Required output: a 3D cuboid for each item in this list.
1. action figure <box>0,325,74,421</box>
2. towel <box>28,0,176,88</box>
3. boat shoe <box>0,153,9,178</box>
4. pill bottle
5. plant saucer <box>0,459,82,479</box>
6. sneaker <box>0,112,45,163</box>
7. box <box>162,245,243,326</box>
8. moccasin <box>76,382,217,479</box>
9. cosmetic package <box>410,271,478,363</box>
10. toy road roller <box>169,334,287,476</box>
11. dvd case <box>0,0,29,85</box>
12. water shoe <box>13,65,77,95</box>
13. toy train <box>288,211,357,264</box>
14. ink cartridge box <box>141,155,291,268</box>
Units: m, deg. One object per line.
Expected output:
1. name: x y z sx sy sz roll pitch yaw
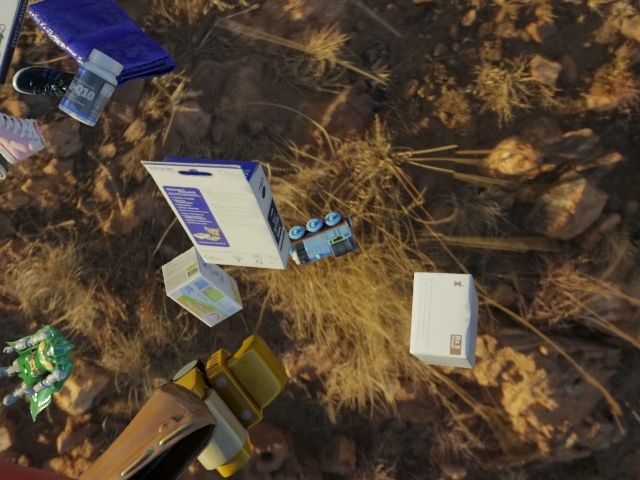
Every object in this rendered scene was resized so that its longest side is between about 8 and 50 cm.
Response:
1. action figure: -0.421 0.185 1.006 0.063 0.232 0.137 -20 81 -47
2. towel: -0.530 -0.503 1.661 0.308 0.227 0.076 42 133 14
3. boat shoe: -0.712 -0.236 1.308 0.112 0.335 0.096 3 66 19
4. pill bottle: -0.454 -0.305 1.349 0.078 0.078 0.137 29 93 -17
5. plant saucer: -0.200 0.287 0.577 0.259 0.048 0.259 15 123 -4
6. sneaker: -0.445 -0.164 0.968 0.070 0.051 0.134 -20 153 2
7. box: -0.314 0.127 1.817 0.114 0.103 0.203 -31 138 10
8. moccasin: -0.308 0.421 1.109 0.380 0.147 0.139 -48 141 -10
9. cosmetic package: 0.189 0.124 1.011 0.085 0.231 0.117 2 75 17
10. toy road roller: -0.201 0.350 1.552 0.240 0.329 0.202 -36 100 -3
11. dvd case: -0.677 -0.450 1.351 0.179 0.029 0.239 20 95 11
12. water shoe: -0.686 -0.411 1.761 0.203 0.080 0.073 -8 114 -35
13. toy train: 0.000 0.000 1.719 0.184 0.105 0.080 -21 140 3
14. ink cartridge box: -0.161 -0.056 1.145 0.165 0.333 0.065 5 63 12
